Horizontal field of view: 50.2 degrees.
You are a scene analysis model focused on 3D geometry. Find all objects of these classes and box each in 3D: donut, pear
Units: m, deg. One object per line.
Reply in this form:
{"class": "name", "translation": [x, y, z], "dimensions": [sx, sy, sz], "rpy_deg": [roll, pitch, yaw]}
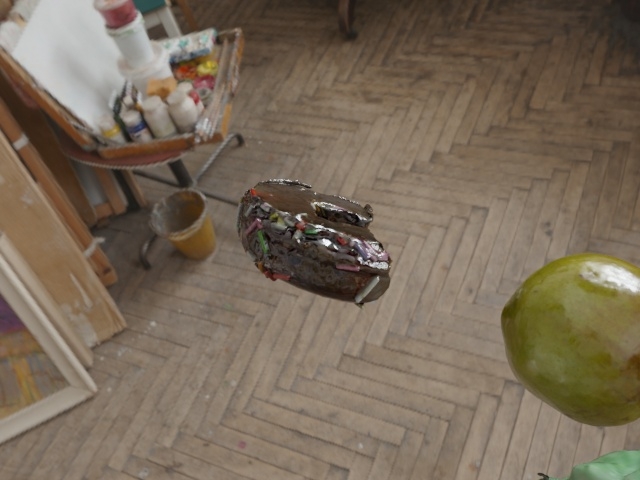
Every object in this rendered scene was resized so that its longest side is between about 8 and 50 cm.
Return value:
{"class": "donut", "translation": [-0.023, -0.007, 1.194], "dimensions": [0.259, 0.136, 0.345], "rpy_deg": [14, 15, -11]}
{"class": "pear", "translation": [0.311, 0.113, 0.783], "dimensions": [0.200, 0.200, 0.200], "rpy_deg": [-7, 53, 10]}

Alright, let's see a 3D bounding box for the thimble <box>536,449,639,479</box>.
{"class": "thimble", "translation": [0.155, 0.200, 0.274], "dimensions": [0.150, 0.219, 0.219], "rpy_deg": [29, 56, -18]}
